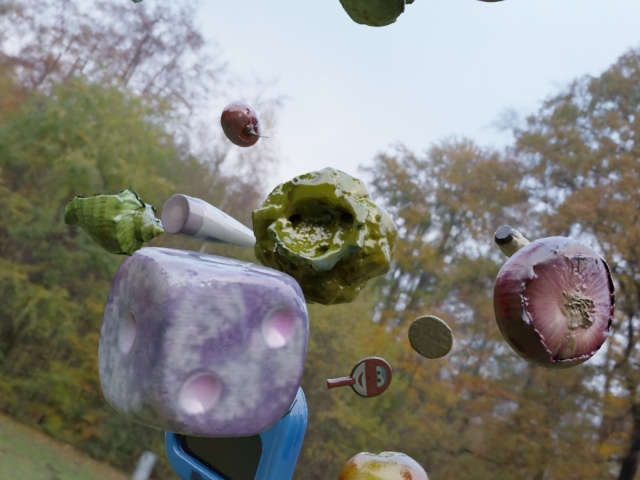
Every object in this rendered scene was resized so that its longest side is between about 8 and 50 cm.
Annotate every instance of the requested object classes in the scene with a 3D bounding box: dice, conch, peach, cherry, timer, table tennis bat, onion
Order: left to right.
[{"bbox_3d":[-0.240,-0.027,1.044,0.121,0.074,0.089,13,-56,2],"label":"conch"},{"bbox_3d":[-0.196,0.164,1.480,0.271,0.270,0.270,10,2,-35],"label":"dice"},{"bbox_3d":[-0.179,0.391,1.866,0.340,0.308,0.115,20,5,41],"label":"timer"},{"bbox_3d":[-0.180,-0.263,2.011,0.126,0.087,0.106,-137,-156,-70],"label":"cherry"},{"bbox_3d":[0.088,0.312,2.007,0.155,0.098,0.019,-7,16,-14],"label":"table tennis bat"},{"bbox_3d":[0.121,0.500,1.701,0.190,0.192,0.190,3,-16,1],"label":"peach"},{"bbox_3d":[0.408,0.107,1.573,0.248,0.248,0.161,37,-8,-37],"label":"onion"}]

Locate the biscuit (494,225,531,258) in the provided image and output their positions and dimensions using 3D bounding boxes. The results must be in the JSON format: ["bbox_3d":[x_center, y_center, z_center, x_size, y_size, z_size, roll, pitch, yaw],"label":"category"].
[{"bbox_3d":[0.427,0.047,1.768,0.219,0.055,0.061,39,-30,-28],"label":"biscuit"}]

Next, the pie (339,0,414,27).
[{"bbox_3d":[0.124,-0.590,1.993,0.201,0.090,0.247,6,-45,13],"label":"pie"}]

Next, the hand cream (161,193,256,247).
[{"bbox_3d":[-0.207,-0.028,1.821,0.133,0.083,0.248,33,10,36],"label":"hand cream"}]

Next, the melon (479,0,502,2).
[{"bbox_3d":[0.348,-0.614,1.772,0.269,0.330,0.268,2,-52,2],"label":"melon"}]

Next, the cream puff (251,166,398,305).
[{"bbox_3d":[-0.002,-0.001,1.657,0.282,0.281,0.185,22,19,11],"label":"cream puff"}]

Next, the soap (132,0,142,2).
[{"bbox_3d":[-0.236,-0.472,1.266,0.145,0.091,0.230,57,-39,12],"label":"soap"}]

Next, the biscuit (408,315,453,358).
[{"bbox_3d":[0.274,0.241,2.214,0.120,0.120,0.015,20,27,15],"label":"biscuit"}]
